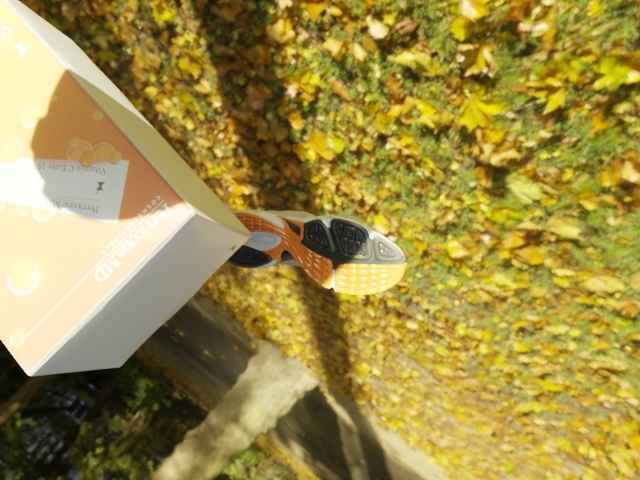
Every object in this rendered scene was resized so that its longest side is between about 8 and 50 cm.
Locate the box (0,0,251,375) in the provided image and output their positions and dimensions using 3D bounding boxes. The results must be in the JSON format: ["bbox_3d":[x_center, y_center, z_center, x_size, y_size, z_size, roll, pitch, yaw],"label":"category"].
[{"bbox_3d":[-0.279,-0.061,0.689,0.345,0.215,0.168,46,-177,14],"label":"box"}]

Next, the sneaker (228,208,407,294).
[{"bbox_3d":[0.000,0.000,0.903,0.263,0.099,0.121,14,-164,22],"label":"sneaker"}]
